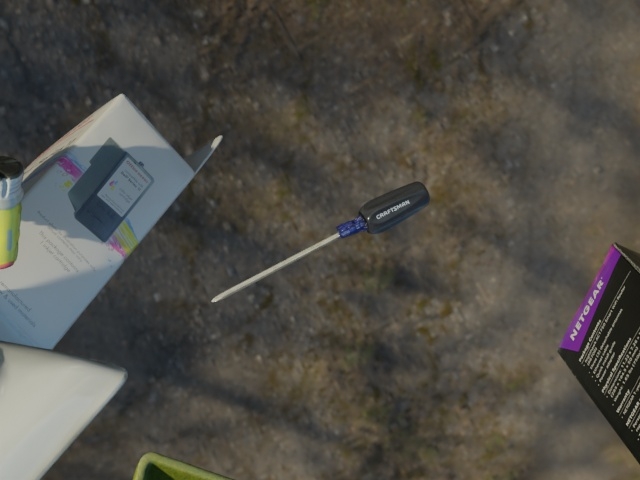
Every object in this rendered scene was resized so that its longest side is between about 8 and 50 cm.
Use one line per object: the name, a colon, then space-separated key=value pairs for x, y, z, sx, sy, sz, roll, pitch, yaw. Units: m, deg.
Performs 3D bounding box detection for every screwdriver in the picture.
screwdriver: x=0.000 y=0.000 z=0.812 sx=0.169 sy=0.024 sz=0.025 roll=-23 pitch=125 yaw=-15

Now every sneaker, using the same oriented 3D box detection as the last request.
sneaker: x=-0.312 y=-0.020 z=0.943 sx=0.081 sy=0.208 sz=0.094 roll=-22 pitch=114 yaw=-45

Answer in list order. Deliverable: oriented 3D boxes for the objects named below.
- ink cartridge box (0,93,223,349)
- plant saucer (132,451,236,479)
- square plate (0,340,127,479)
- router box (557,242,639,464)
ink cartridge box: x=-0.268 y=-0.015 z=1.210 sx=0.207 sy=0.353 sz=0.119 roll=-27 pitch=112 yaw=43
plant saucer: x=-0.072 y=0.254 z=0.778 sx=0.188 sy=0.188 sz=0.045 roll=27 pitch=152 yaw=-35
square plate: x=-0.346 y=0.166 z=0.773 sx=0.344 sy=0.347 sz=0.049 roll=-50 pitch=128 yaw=-31
router box: x=0.171 y=0.071 z=0.340 sx=0.178 sy=0.133 sz=0.046 roll=20 pitch=108 yaw=-17
